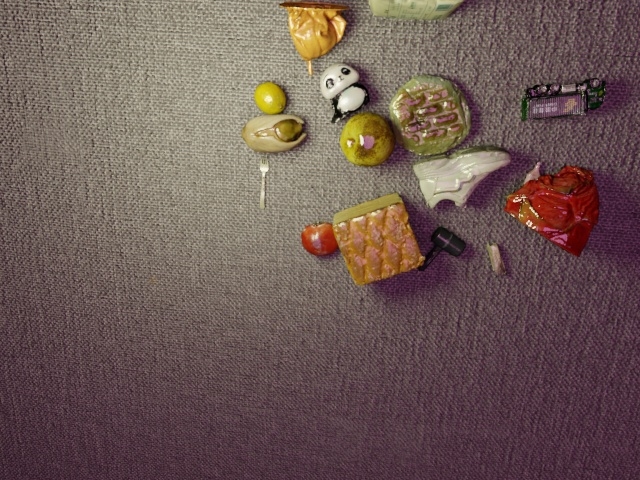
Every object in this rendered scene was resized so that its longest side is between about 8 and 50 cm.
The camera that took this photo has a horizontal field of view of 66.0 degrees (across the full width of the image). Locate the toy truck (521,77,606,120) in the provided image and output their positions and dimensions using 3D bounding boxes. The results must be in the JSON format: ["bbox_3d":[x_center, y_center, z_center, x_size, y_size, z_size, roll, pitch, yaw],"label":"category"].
[{"bbox_3d":[0.843,-0.490,1.712,0.259,0.088,0.121,-5,106,8],"label":"toy truck"}]

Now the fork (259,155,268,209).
[{"bbox_3d":[-0.222,-0.225,1.934,0.034,0.028,0.219,2,112,-3],"label":"fork"}]

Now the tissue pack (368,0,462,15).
[{"bbox_3d":[0.291,-0.809,1.513,0.297,0.380,0.207,4,108,3],"label":"tissue pack"}]

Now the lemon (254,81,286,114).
[{"bbox_3d":[-0.184,-0.518,1.790,0.133,0.109,0.109,46,107,14],"label":"lemon"}]

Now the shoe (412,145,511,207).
[{"bbox_3d":[0.527,-0.224,1.808,0.342,0.132,0.210,-11,108,14],"label":"shoe"}]

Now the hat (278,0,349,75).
[{"bbox_3d":[-0.031,-0.682,1.688,0.234,0.244,0.233,10,122,10],"label":"hat"}]

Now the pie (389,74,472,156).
[{"bbox_3d":[0.391,-0.447,1.777,0.307,0.071,0.306,2,106,6],"label":"pie"}]

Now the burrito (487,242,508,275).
[{"bbox_3d":[0.689,0.077,1.926,0.055,0.041,0.149,-22,105,-2],"label":"burrito"}]

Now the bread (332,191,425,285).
[{"bbox_3d":[0.215,-0.007,1.860,0.279,0.207,0.279,-22,107,9],"label":"bread"}]

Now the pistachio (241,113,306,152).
[{"bbox_3d":[-0.171,-0.393,1.805,0.238,0.153,0.137,-7,109,1],"label":"pistachio"}]

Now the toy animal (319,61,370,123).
[{"bbox_3d":[0.071,-0.532,1.746,0.166,0.138,0.179,-32,107,-3],"label":"toy animal"}]

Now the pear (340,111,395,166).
[{"bbox_3d":[0.177,-0.361,1.768,0.197,0.197,0.197,2,107,5],"label":"pear"}]

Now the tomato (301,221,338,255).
[{"bbox_3d":[0.000,0.000,1.944,0.159,0.091,0.139,-6,108,5],"label":"tomato"}]

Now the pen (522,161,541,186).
[{"bbox_3d":[0.783,-0.199,1.836,0.053,0.032,0.197,12,109,2],"label":"pen"}]

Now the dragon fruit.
[{"bbox_3d":[0.846,-0.141,1.789,0.302,0.240,0.330,33,82,5],"label":"dragon fruit"}]

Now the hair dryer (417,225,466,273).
[{"bbox_3d":[0.455,0.059,1.936,0.124,0.071,0.219,36,114,-6],"label":"hair dryer"}]
